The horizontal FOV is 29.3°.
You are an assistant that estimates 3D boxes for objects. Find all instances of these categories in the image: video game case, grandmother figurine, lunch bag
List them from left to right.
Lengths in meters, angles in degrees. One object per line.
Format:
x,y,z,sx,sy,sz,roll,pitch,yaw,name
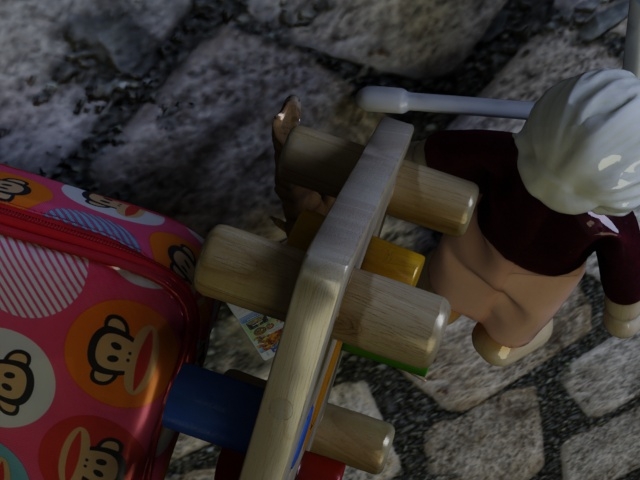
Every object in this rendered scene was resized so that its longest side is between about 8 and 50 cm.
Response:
-0.215,0.098,0.764,0.258,0.120,0.293,18,108,0,lunch bag
-0.027,0.046,0.988,0.087,0.011,0.122,-28,142,-1,video game case
0.147,-0.015,0.856,0.208,0.104,0.342,26,157,1,grandmother figurine

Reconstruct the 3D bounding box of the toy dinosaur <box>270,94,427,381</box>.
0.000,0.000,0.857,0.064,0.112,0.211,-24,110,6,toy dinosaur

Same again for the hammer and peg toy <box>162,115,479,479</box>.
-0.019,0.126,0.721,0.127,0.266,0.361,19,112,4,hammer and peg toy

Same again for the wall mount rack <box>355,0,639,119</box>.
0.173,-0.180,0.768,0.304,0.130,0.350,-24,142,-10,wall mount rack
